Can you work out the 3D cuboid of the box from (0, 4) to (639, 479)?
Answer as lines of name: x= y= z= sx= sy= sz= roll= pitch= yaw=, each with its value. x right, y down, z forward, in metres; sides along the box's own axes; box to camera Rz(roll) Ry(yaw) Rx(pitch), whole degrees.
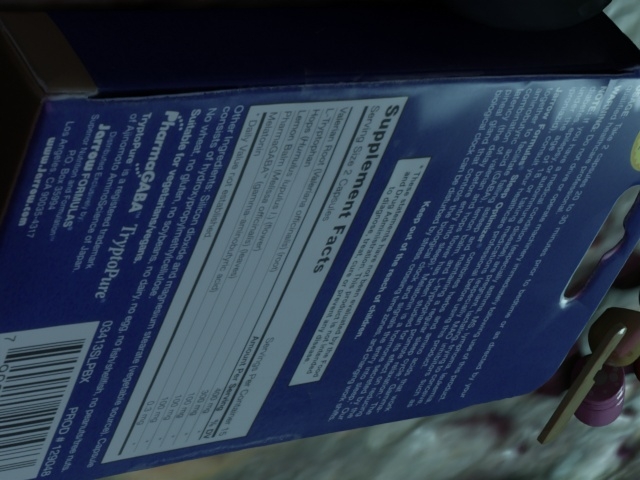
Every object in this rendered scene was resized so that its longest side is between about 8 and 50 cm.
box: x=0.000 y=0.000 z=0.501 sx=0.225 sy=0.036 sz=0.136 roll=-5 pitch=135 yaw=-37

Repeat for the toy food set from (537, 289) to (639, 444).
toy food set: x=0.123 y=0.035 z=0.674 sx=0.122 sy=0.019 sz=0.078 roll=-12 pitch=139 yaw=-45

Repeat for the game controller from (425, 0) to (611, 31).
game controller: x=0.130 y=-0.173 z=0.408 sx=0.319 sy=0.067 sz=0.166 roll=-40 pitch=161 yaw=4
